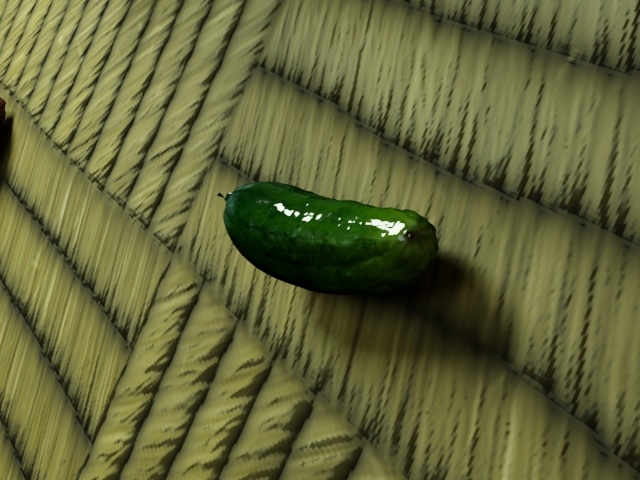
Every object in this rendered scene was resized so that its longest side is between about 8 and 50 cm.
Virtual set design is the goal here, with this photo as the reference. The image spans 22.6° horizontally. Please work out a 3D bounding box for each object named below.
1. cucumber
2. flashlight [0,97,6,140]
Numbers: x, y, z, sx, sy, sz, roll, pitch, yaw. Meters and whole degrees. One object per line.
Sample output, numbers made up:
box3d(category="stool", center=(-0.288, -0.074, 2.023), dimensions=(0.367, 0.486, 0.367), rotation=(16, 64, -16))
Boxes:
box3d(category="cucumber", center=(0.000, 0.000, 0.584), dimensions=(0.168, 0.039, 0.039), rotation=(11, 81, 63))
box3d(category="flashlight", center=(-0.308, -0.011, 1.166), dimensions=(0.232, 0.093, 0.093), rotation=(-64, 25, 11))
